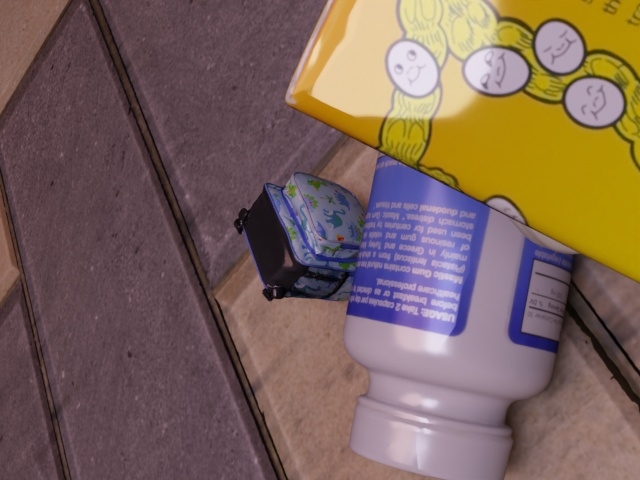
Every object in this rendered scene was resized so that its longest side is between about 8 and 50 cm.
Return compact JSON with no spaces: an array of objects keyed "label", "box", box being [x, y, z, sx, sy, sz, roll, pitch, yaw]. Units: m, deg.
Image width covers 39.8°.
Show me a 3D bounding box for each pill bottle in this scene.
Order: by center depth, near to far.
[{"label":"pill bottle","box":[0.100,0.026,0.636,0.152,0.152,0.272,7,83,47]}]

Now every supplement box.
[{"label":"supplement box","box":[0.196,-0.067,0.398,0.357,0.194,0.195,28,102,5]}]

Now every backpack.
[{"label":"backpack","box":[0.000,0.000,0.776,0.084,0.114,0.105,-45,52,27]}]

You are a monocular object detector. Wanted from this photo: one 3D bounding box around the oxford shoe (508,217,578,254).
[{"label":"oxford shoe","box":[0.238,-0.198,0.528,0.449,0.169,0.130,-62,30,-1]}]
